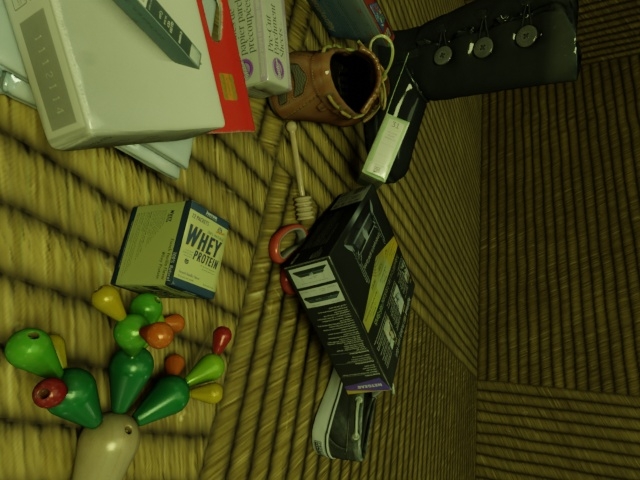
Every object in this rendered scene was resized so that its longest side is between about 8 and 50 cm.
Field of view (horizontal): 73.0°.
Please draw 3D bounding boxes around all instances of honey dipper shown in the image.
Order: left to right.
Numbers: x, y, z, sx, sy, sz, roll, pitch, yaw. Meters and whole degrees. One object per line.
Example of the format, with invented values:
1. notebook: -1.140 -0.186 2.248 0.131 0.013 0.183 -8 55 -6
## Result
1. honey dipper: -0.036 -0.114 0.706 0.030 0.030 0.161 -19 102 -61

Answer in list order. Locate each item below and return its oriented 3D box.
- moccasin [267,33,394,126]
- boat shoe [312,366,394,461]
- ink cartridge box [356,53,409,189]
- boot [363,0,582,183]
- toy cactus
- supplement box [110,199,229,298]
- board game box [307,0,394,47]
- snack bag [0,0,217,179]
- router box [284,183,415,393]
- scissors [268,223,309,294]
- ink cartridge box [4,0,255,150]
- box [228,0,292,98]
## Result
1. moccasin: 0.056 -0.283 0.769 0.380 0.146 0.139 -20 105 -61
2. boat shoe: 0.081 0.251 0.807 0.306 0.104 0.113 -61 139 -46
3. ink cartridge box: 0.142 -0.224 0.869 0.171 0.056 0.235 -13 127 -88
4. boot: 0.322 -0.331 0.958 0.146 0.444 0.368 -21 106 -61
5. toy cactus: -0.163 0.138 0.382 0.219 0.112 0.181 39 63 -65
6. supplement box: -0.146 0.012 0.426 0.056 0.083 0.084 37 55 -55
7. board game box: 0.014 -0.429 0.715 0.027 0.145 0.281 -62 148 -1
8. snack bag: -0.221 -0.263 0.367 0.342 0.037 0.324 28 62 -55
9. router box: 0.073 0.067 0.764 0.243 0.080 0.309 65 27 -17
10. scissors: 0.000 0.000 0.769 0.297 0.021 0.109 -34 115 -57
11. ink cartridge box: -0.146 -0.244 0.391 0.261 0.066 0.297 -28 110 -56
12. box: -0.093 -0.366 0.587 0.067 0.063 0.325 -9 95 -61
